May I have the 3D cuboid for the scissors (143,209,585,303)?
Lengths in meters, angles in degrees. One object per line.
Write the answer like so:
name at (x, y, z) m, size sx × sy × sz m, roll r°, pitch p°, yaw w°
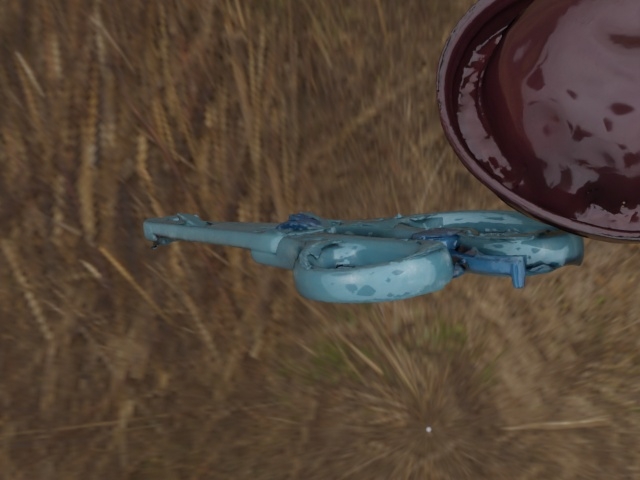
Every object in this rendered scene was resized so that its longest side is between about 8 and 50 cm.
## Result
scissors at (0.000, -0.001, 1.249) m, size 0.180 × 0.393 × 0.032 m, roll -11°, pitch 100°, yaw -34°

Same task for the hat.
hat at (0.167, -0.091, 1.118) m, size 0.205 × 0.089 × 0.205 m, roll -1°, pitch 54°, yaw 1°
